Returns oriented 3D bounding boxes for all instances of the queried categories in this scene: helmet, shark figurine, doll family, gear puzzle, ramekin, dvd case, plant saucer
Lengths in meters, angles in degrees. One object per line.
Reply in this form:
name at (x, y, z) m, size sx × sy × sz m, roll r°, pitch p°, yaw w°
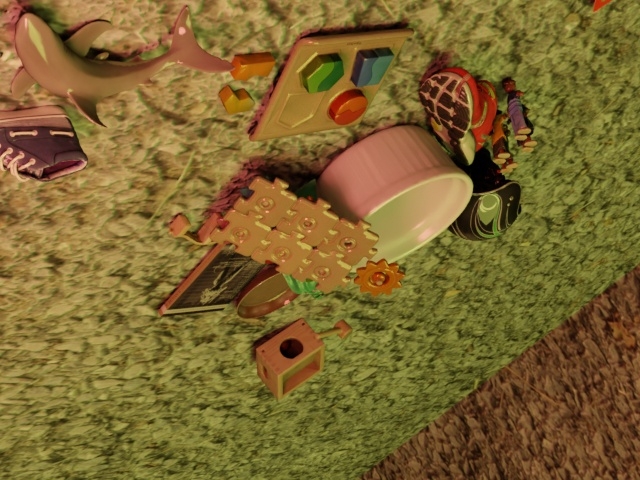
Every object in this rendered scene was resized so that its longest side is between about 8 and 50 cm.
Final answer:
helmet at (0.304, -0.078, 2.312) m, size 0.169 × 0.169 × 0.162 m, roll -24°, pitch 140°, yaw -16°
shark figurine at (-0.256, -0.190, 1.456) m, size 0.278 × 0.116 × 0.166 m, roll -6°, pitch 148°, yaw -43°
doll family at (0.339, -0.209, 2.159) m, size 0.076 × 0.111 × 0.193 m, roll 5°, pitch 154°, yaw -21°
gear puzzle at (0.000, 0.000, 1.987) m, size 0.338 × 0.044 × 0.175 m, roll 26°, pitch 128°, yaw -21°
ramekin at (0.117, -0.077, 2.114) m, size 0.277 × 0.135 × 0.277 m, roll -25°, pitch 156°, yaw -12°
dvd case at (-0.177, 0.063, 2.189) m, size 0.164 × 0.018 × 0.221 m, roll -3°, pitch 144°, yaw -51°
plant saucer at (-0.094, 0.093, 2.339) m, size 0.168 × 0.029 × 0.168 m, roll -27°, pitch 158°, yaw -12°

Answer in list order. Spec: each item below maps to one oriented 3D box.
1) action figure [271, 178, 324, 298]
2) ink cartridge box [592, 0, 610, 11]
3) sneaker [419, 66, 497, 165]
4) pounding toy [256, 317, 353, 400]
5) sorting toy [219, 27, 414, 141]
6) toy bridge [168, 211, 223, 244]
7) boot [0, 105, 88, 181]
action figure at (-0.039, 0.013, 2.069) m, size 0.137 × 0.063 × 0.232 m, roll -27°, pitch 124°, yaw -9°
ink cartridge box at (0.539, -0.461, 1.939) m, size 0.189 × 0.066 × 0.232 m, roll -32°, pitch 155°, yaw -6°
sneaker at (0.245, -0.235, 2.036) m, size 0.118 × 0.107 × 0.279 m, roll -48°, pitch 162°, yaw -8°
pounding toy at (-0.037, 0.220, 2.600) m, size 0.206 × 0.094 × 0.181 m, roll -33°, pitch 154°, yaw -20°
sorting toy at (-0.018, -0.219, 1.775) m, size 0.307 × 0.041 × 0.229 m, roll -13°, pitch 151°, yaw -37°
toy bridge at (-0.182, -0.019, 2.002) m, size 0.188 × 0.026 × 0.063 m, roll -5°, pitch 147°, yaw -48°
boot at (-0.384, -0.111, 1.486) m, size 0.190 × 0.086 × 0.069 m, roll -17°, pitch 153°, yaw -31°
